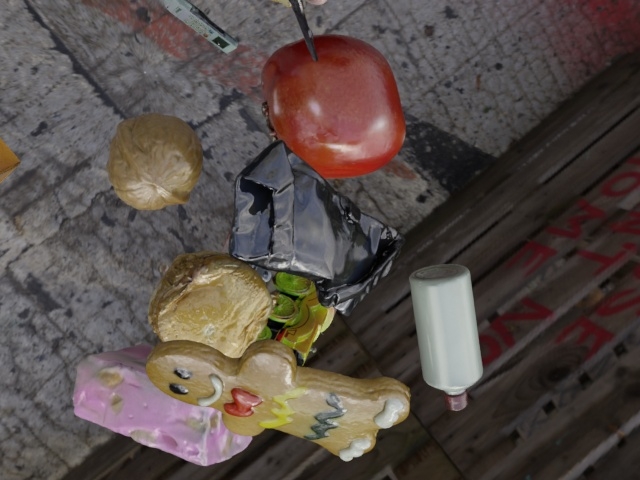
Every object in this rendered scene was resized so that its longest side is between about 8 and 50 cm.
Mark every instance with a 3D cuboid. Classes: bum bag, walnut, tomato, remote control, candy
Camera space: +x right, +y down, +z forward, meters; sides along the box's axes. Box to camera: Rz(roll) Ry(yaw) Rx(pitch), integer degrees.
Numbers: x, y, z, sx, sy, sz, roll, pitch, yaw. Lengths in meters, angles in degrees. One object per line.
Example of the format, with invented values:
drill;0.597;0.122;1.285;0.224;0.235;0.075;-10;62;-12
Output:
bum bag;0.000;0.000;0.746;0.310;0.074;0.137;33;81;-45
walnut;-0.369;-0.175;1.399;0.225;0.261;0.225;-6;121;-10
tomato;0.025;-0.274;1.326;0.290;0.325;0.293;-13;78;-1
remote control;-0.247;-0.456;1.300;0.166;0.065;0.029;32;76;-28
candy;-0.241;0.248;0.985;0.265;0.155;0.116;12;95;25

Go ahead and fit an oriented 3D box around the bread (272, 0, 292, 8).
bread;-0.050;-0.593;1.280;0.239;0.246;0.111;-36;139;-22

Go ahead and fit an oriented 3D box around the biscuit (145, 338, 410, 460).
biscuit;-0.045;0.148;0.578;0.240;0.035;0.158;15;134;-6

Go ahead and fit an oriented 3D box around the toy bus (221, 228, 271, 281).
toy bus;-0.108;0.000;1.013;0.077;0.079;0.174;30;104;24

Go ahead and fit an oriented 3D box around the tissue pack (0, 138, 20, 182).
tissue pack;-0.907;-0.177;1.489;0.145;0.274;0.194;-32;102;35

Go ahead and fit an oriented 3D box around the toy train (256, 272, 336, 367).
toy train;-0.062;0.173;1.256;0.160;0.296;0.100;24;127;5

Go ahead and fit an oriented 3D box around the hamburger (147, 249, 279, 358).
hamburger;-0.134;0.083;0.777;0.147;0.083;0.138;35;88;-29

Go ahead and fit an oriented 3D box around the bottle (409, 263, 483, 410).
bottle;0.216;0.169;1.053;0.104;0.104;0.245;-13;102;-12

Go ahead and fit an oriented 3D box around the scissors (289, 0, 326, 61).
scissors;-0.034;-0.283;0.678;0.024;0.317;0.160;-41;74;-2
